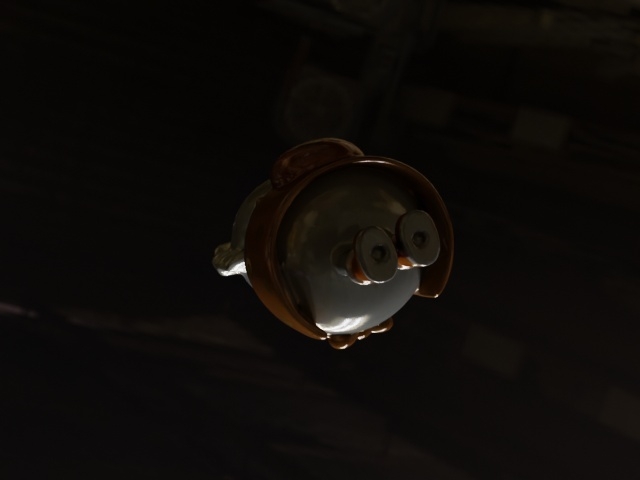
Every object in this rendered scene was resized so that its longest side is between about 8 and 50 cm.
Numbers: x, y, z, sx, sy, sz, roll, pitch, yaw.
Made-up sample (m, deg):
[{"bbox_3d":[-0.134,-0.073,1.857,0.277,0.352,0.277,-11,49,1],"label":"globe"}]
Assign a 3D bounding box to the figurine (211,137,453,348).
[{"bbox_3d":[0.003,0.009,1.092,0.143,0.143,0.271,15,162,-13],"label":"figurine"}]
